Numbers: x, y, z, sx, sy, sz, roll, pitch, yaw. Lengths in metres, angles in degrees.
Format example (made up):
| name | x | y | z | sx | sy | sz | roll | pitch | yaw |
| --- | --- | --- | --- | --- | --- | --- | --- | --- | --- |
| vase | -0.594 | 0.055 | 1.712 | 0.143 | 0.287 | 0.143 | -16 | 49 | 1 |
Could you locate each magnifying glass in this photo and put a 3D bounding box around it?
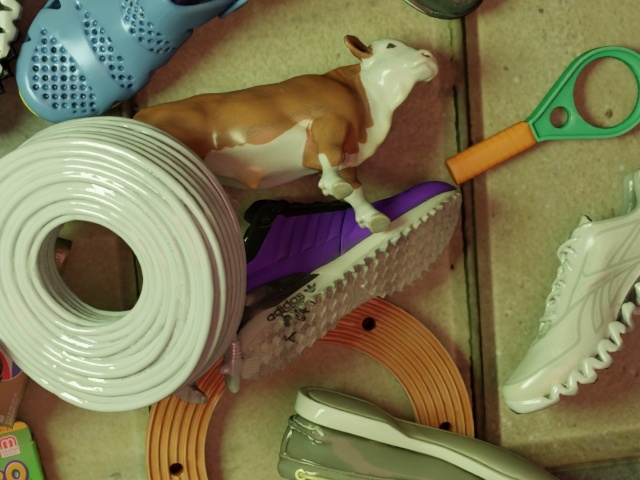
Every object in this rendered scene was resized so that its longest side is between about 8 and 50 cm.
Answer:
| name | x | y | z | sx | sy | sz | roll | pitch | yaw |
| --- | --- | --- | --- | --- | --- | --- | --- | --- | --- |
| magnifying glass | 0.233 | -0.120 | 1.331 | 0.231 | 0.026 | 0.092 | -27 | 102 | -4 |

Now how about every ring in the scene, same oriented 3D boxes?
| name | x | y | z | sx | sy | sz | roll | pitch | yaw |
| --- | --- | --- | --- | --- | --- | --- | --- | --- | --- |
| ring | -0.010 | 0.208 | 1.338 | 0.336 | 0.032 | 0.336 | -2 | 100 | -10 |

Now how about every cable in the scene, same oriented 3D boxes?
| name | x | y | z | sx | sy | sz | roll | pitch | yaw |
| --- | --- | --- | --- | --- | --- | --- | --- | --- | --- |
| cable | -0.189 | 0.023 | 1.141 | 0.257 | 0.089 | 0.257 | 12 | 112 | 14 |

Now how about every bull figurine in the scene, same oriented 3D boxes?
| name | x | y | z | sx | sy | sz | roll | pitch | yaw |
| --- | --- | --- | --- | --- | --- | --- | --- | --- | --- |
| bull figurine | -0.030 | -0.090 | 1.231 | 0.310 | 0.188 | 0.101 | -13 | 139 | 1 |

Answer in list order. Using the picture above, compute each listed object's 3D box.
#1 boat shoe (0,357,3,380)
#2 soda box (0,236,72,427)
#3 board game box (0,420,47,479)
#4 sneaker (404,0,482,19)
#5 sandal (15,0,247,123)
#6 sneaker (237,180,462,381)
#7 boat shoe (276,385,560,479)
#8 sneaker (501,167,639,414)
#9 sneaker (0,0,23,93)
| name | x | y | z | sx | sy | sz | roll | pitch | yaw |
| --- | --- | --- | --- | --- | --- | --- | --- | --- | --- |
| boat shoe | -0.398 | 0.169 | 1.199 | 0.302 | 0.114 | 0.091 | -20 | 113 | 26 |
| soda box | -0.291 | 0.080 | 1.255 | 0.058 | 0.061 | 0.181 | 17 | 95 | -11 |
| board game box | -0.316 | 0.309 | 1.300 | 0.124 | 0.039 | 0.259 | -14 | 103 | -8 |
| sneaker | 0.080 | -0.329 | 1.203 | 0.106 | 0.162 | 0.281 | -32 | 102 | -3 |
| sandal | -0.147 | -0.223 | 1.197 | 0.317 | 0.138 | 0.126 | -40 | 105 | 0 |
| sneaker | 0.000 | 0.000 | 1.270 | 0.293 | 0.102 | 0.146 | -32 | 59 | -24 |
| boat shoe | 0.107 | 0.233 | 1.294 | 0.305 | 0.109 | 0.091 | 20 | 95 | -6 |
| sneaker | 0.274 | 0.050 | 1.331 | 0.118 | 0.110 | 0.292 | 44 | 82 | -5 |
| sneaker | -0.322 | -0.209 | 1.202 | 0.106 | 0.078 | 0.234 | 16 | 92 | -9 |
